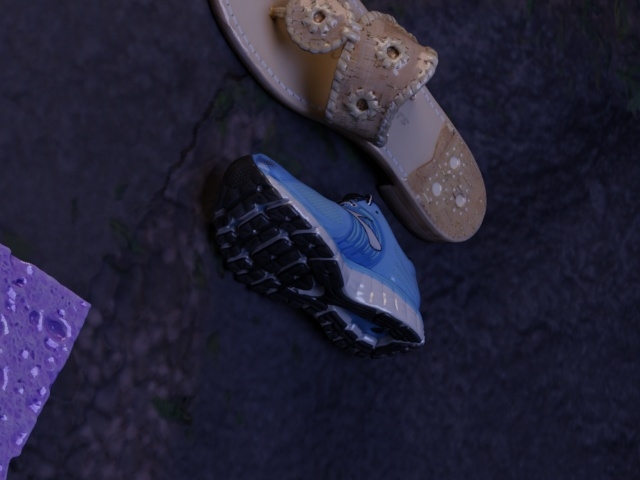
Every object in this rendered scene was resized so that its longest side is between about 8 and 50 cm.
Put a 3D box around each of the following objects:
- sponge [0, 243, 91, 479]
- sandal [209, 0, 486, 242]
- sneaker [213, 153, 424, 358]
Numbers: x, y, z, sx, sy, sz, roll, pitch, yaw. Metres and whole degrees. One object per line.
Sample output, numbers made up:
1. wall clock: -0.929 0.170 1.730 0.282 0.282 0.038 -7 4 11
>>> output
1. sponge: -0.190 0.091 0.696 0.117 0.031 0.210 40 61 -36
2. sandal: 0.042 -0.087 0.901 0.240 0.079 0.088 47 57 -33
3. sneaker: 0.000 0.000 0.883 0.162 0.063 0.073 44 42 -39
